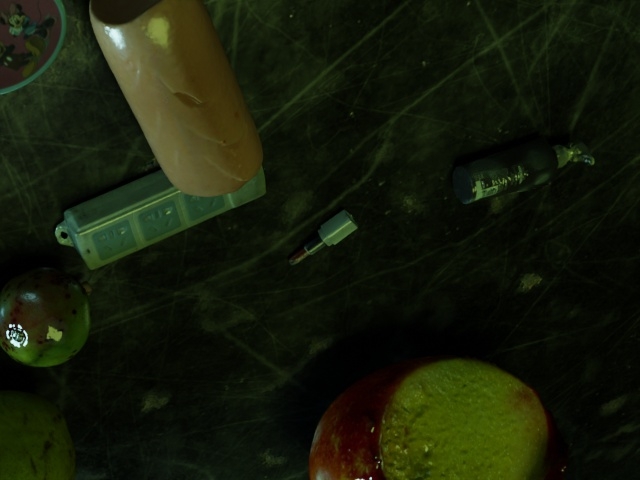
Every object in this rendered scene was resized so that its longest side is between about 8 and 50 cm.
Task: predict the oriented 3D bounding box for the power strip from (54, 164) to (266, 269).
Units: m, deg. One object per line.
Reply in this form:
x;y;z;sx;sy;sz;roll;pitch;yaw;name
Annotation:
-0.188;-0.046;1.633;0.272;0.052;0.078;-25;140;-13;power strip

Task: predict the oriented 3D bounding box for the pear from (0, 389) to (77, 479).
-0.447;0.309;1.659;0.307;0.253;0.252;-16;138;-36;pear

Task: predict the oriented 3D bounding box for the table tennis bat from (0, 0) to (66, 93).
-0.367;-0.216;1.356;0.244;0.040;0.153;5;127;-44;table tennis bat

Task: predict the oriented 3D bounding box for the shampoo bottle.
0.289;-0.102;1.906;0.208;0.063;0.057;-17;149;-22;shampoo bottle

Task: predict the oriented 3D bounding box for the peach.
0.169;0.358;2.072;0.406;0.335;0.310;-4;152;-38;peach

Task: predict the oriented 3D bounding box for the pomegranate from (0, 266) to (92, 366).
-0.335;0.089;1.624;0.130;0.130;0.130;-19;138;-19;pomegranate

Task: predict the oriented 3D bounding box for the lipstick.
0.000;0.000;1.834;0.107;0.025;0.025;-35;141;11;lipstick

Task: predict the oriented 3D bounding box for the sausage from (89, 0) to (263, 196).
-0.152;-0.166;1.487;0.121;0.121;0.304;-30;139;-7;sausage
